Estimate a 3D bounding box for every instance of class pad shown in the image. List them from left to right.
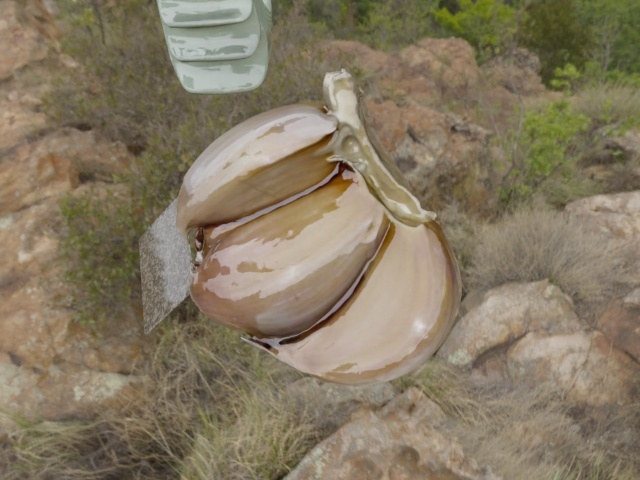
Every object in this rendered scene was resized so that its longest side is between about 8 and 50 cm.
[{"bbox_3d":[-0.291,0.039,1.055,0.158,0.003,0.234,-41,47,26],"label":"pad"}]

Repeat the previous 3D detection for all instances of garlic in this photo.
[{"bbox_3d":[0.000,0.000,0.443,0.191,0.160,0.214,-35,96,15],"label":"garlic"}]

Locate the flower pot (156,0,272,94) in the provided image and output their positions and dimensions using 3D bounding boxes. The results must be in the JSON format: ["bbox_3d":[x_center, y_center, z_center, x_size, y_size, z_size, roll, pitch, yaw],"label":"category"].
[{"bbox_3d":[-0.165,-0.424,0.883,0.165,0.254,0.367,-6,55,-1],"label":"flower pot"}]
